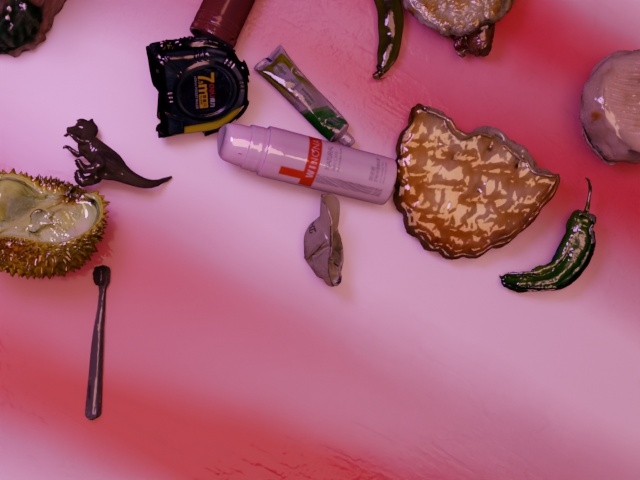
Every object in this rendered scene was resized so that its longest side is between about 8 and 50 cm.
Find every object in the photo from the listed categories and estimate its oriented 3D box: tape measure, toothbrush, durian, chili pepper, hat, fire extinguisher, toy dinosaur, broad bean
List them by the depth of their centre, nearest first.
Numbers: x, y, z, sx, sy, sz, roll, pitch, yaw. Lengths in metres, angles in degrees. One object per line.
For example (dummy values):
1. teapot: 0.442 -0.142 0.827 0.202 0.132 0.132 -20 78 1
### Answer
1. durian: -0.508 -0.027 1.721 0.237 0.176 0.200 5 72 -13
2. toy dinosaur: -0.389 -0.175 1.790 0.179 0.087 0.187 -22 79 -25
3. tape measure: -0.230 -0.296 1.798 0.186 0.112 0.199 -8 127 -12
4. toothbrush: -0.427 0.195 1.798 0.030 0.030 0.297 2 87 18
5. hat: 0.005 -0.005 1.824 0.081 0.122 0.166 2 114 7
6. fire extinguisher: -0.164 -0.513 1.844 0.105 0.105 0.268 25 84 -6
7. broad bean: 0.137 -0.452 1.911 0.065 0.046 0.254 0 87 5
8. chili pepper: 0.494 0.014 1.924 0.122 0.065 0.278 40 86 -8

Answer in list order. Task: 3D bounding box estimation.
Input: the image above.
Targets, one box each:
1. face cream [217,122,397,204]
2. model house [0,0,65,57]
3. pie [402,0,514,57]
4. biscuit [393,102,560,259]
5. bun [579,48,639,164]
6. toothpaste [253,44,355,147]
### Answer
1. face cream: -0.028 -0.153 1.823 0.346 0.102 0.101 12 85 -15
2. model house: -0.657 -0.580 1.630 0.446 0.400 0.394 28 80 -6
3. pie: 0.286 -0.533 1.905 0.257 0.105 0.274 32 82 -8
4. biscuit: 0.293 -0.138 1.903 0.329 0.078 0.335 -28 90 -6
5. bun: 0.629 -0.262 1.924 0.239 0.141 0.238 2 84 -14
6. toothpaste: -0.023 -0.279 1.879 0.248 0.047 0.078 46 77 -1
